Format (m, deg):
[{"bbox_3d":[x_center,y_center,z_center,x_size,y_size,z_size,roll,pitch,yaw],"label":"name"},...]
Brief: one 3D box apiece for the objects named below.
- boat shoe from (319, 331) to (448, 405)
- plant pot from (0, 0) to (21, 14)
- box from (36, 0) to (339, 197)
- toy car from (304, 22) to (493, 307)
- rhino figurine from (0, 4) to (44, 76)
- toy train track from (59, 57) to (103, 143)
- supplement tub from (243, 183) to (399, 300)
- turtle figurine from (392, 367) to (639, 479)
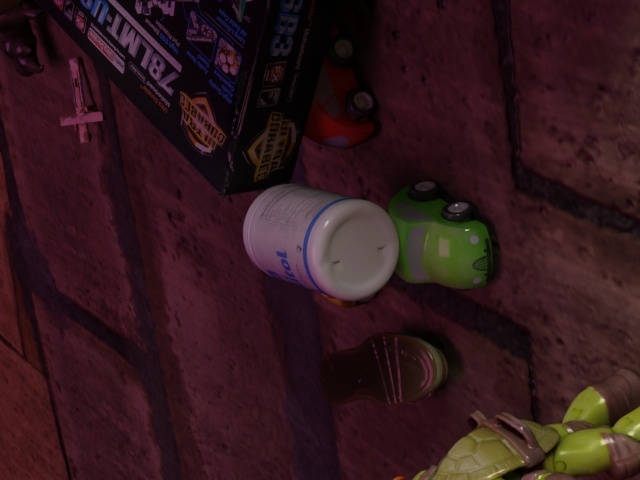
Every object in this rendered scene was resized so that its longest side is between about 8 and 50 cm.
[{"bbox_3d":[0.055,0.099,1.428,0.153,0.048,0.056,-22,76,58],"label":"boat shoe"},{"bbox_3d":[-0.236,-0.283,1.376,0.237,0.110,0.237,21,117,48],"label":"plant pot"},{"bbox_3d":[-0.094,-0.232,1.352,0.295,0.073,0.293,46,135,37],"label":"box"},{"bbox_3d":[0.040,-0.023,1.347,0.225,0.053,0.239,34,137,51],"label":"toy car"},{"bbox_3d":[-0.343,-0.251,1.912,0.243,0.073,0.106,52,152,29],"label":"rhino figurine"},{"bbox_3d":[-0.234,-0.137,1.840,0.048,0.014,0.083,-5,97,23],"label":"toy train track"},{"bbox_3d":[0.000,0.000,1.300,0.107,0.071,0.071,14,121,59],"label":"supplement tub"},{"bbox_3d":[0.115,0.139,1.127,0.269,0.217,0.087,-26,84,65],"label":"turtle figurine"}]
